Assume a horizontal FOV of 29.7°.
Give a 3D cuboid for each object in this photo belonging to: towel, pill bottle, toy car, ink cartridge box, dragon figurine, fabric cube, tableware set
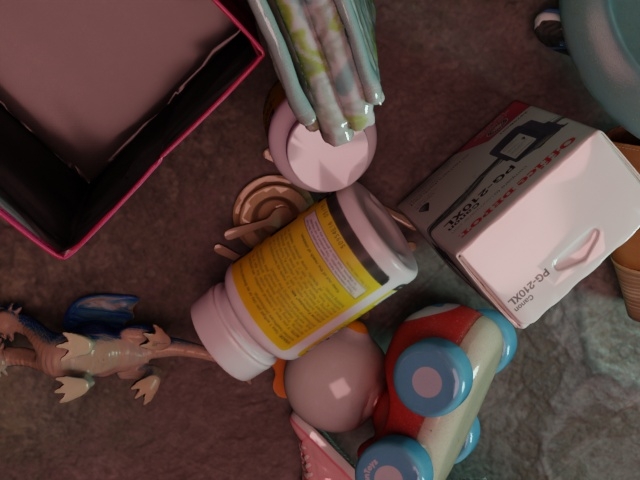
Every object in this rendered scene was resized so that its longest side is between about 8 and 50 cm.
[{"bbox_3d":[-0.040,-0.297,1.009,0.090,0.320,0.375,-17,115,8],"label":"towel"},{"bbox_3d":[-0.019,0.044,1.198,0.208,0.119,0.119,-35,107,14],"label":"pill bottle"},{"bbox_3d":[0.051,0.136,1.256,0.238,0.219,0.210,25,105,18],"label":"toy car"},{"bbox_3d":[0.190,-0.033,1.159,0.172,0.237,0.100,-42,106,1],"label":"ink cartridge box"},{"bbox_3d":[-0.221,0.107,1.253,0.289,0.144,0.085,-3,106,-24],"label":"dragon figurine"},{"bbox_3d":[-0.226,-0.184,1.077,0.259,0.258,0.254,-44,106,8],"label":"fabric cube"},{"bbox_3d":[-0.001,-0.105,1.156,0.103,0.184,0.103,-1,106,-5],"label":"pill bottle"},{"bbox_3d":[0.000,0.000,1.264,0.194,0.039,0.128,26,103,-12],"label":"tableware set"}]

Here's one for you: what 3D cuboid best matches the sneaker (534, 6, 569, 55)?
[{"bbox_3d":[0.317,-0.233,1.212,0.211,0.080,0.081,-6,86,-4],"label":"sneaker"}]

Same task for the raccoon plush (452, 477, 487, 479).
[{"bbox_3d":[0.153,0.422,1.371,0.446,0.216,0.299,-10,141,36],"label":"raccoon plush"}]

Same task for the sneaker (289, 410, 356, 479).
[{"bbox_3d":[-0.006,0.251,1.333,0.070,0.051,0.134,-39,110,2],"label":"sneaker"}]

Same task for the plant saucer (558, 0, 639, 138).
[{"bbox_3d":[0.389,-0.231,1.151,0.317,0.044,0.318,0,80,-1],"label":"plant saucer"}]

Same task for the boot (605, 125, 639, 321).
[{"bbox_3d":[0.425,-0.021,1.215,0.283,0.109,0.220,4,121,34],"label":"boot"}]
